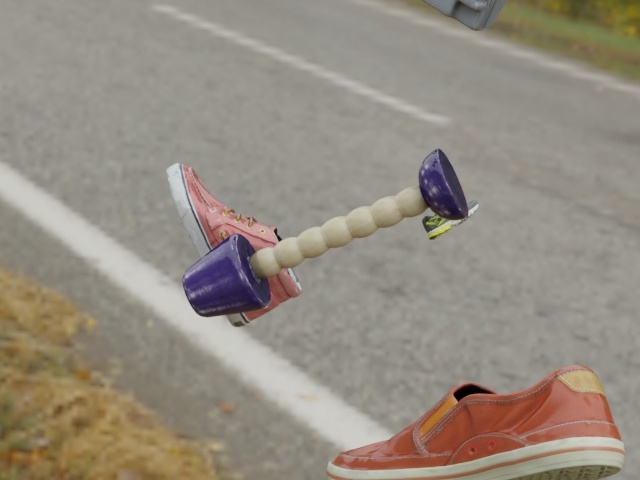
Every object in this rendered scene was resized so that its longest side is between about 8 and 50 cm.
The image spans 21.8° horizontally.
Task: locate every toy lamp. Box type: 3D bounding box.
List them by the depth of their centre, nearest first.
[{"bbox_3d":[0.000,0.000,1.557,0.275,0.080,0.080,-24,7,14],"label":"toy lamp"}]

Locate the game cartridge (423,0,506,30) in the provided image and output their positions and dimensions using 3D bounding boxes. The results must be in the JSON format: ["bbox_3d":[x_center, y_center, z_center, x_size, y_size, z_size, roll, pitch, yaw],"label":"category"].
[{"bbox_3d":[0.136,-0.369,1.529,0.062,0.297,0.198,-5,38,-47],"label":"game cartridge"}]

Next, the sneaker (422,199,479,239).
[{"bbox_3d":[0.170,-0.035,2.183,0.083,0.035,0.031,-31,-6,-16],"label":"sneaker"}]

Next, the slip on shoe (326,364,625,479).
[{"bbox_3d":[0.136,0.185,1.526,0.123,0.101,0.331,13,-23,-40],"label":"slip on shoe"}]

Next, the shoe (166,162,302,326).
[{"bbox_3d":[-0.085,-0.008,1.665,0.081,0.178,0.063,-26,-6,6],"label":"shoe"}]
